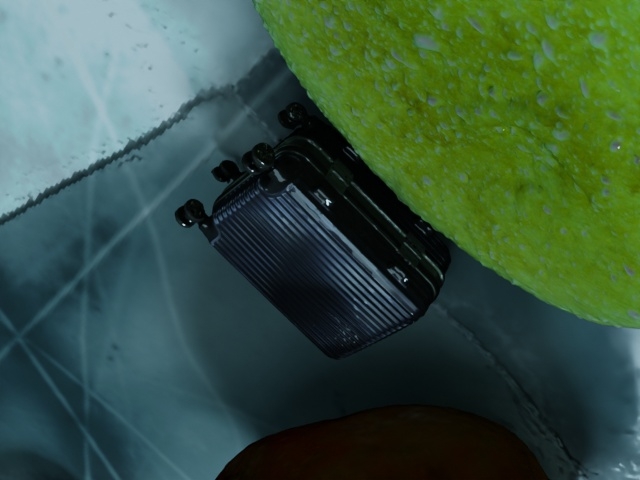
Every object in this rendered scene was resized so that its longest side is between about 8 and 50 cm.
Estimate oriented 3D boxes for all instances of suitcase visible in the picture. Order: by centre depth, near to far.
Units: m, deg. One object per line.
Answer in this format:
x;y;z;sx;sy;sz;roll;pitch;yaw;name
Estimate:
0.000;0.000;0.540;0.126;0.059;0.086;45;135;-12;suitcase

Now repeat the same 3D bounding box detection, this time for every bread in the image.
0.063;-0.073;0.386;0.301;0.045;0.301;38;158;18;bread

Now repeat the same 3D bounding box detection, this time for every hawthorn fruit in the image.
0.017;0.193;0.591;0.261;0.224;0.224;5;128;46;hawthorn fruit
